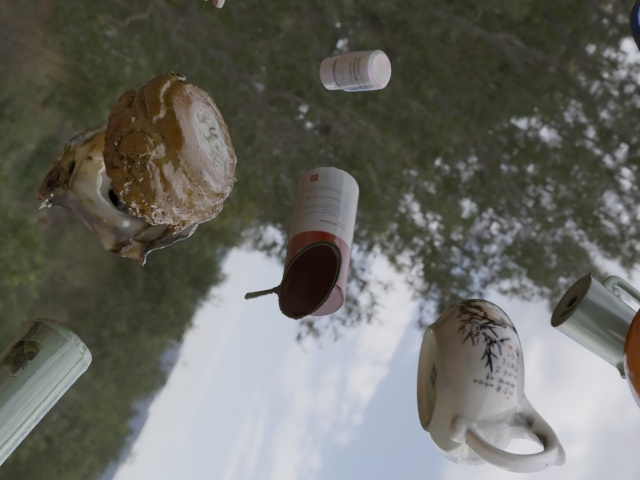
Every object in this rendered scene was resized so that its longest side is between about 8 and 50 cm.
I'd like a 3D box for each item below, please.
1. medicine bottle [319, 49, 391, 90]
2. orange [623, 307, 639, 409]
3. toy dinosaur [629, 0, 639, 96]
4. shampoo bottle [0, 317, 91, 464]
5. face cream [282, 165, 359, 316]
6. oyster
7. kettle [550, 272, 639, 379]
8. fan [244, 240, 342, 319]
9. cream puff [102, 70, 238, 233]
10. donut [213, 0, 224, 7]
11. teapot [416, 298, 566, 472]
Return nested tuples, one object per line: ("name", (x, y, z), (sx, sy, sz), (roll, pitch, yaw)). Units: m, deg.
("medicine bottle", (0.046, -0.225, 1.489), (0.089, 0.052, 0.052), (2, -124, 39))
("orange", (0.556, 0.179, 1.540), (0.226, 0.284, 0.284), (-49, -178, -17))
("toy dinosaur", (0.438, -0.196, 1.356), (0.075, 0.247, 0.188), (-22, 177, 7))
("shampoo bottle", (-0.376, 0.200, 1.300), (0.118, 0.087, 0.234), (-11, -146, 50))
("face cream", (0.000, 0.000, 1.640), (0.096, 0.096, 0.214), (124, -19, -46))
("oyster", (-0.267, -0.080, 1.585), (0.275, 0.271, 0.100), (-43, 146, 12))
("kettle", (0.445, 0.127, 1.729), (0.098, 0.148, 0.127), (-52, -174, 32))
("fan", (-0.028, 0.043, 1.082), (0.133, 0.005, 0.085), (-18, -131, 41))
("cream puff", (-0.154, -0.083, 1.116), (0.115, 0.150, 0.165), (-23, -170, 19))
("donut", (-0.102, -0.283, 0.979), (0.166, 0.065, 0.117), (69, 41, -84))
("teapot", (0.206, 0.191, 1.407), (0.299, 0.166, 0.208), (-113, -142, -55))
